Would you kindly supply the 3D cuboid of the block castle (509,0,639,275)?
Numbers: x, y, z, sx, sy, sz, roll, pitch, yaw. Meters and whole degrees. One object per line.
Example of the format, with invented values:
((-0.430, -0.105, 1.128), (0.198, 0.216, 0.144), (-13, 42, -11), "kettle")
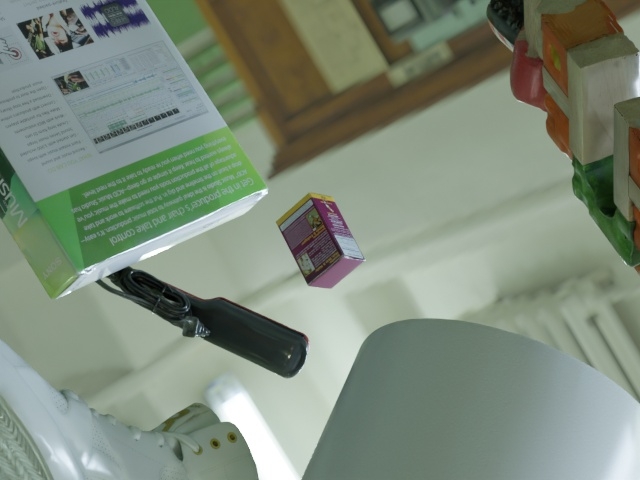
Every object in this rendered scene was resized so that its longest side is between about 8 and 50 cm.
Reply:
((0.367, -0.093, 1.372), (0.303, 0.212, 0.453), (-19, -135, -9), "block castle")

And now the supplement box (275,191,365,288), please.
((0.000, 0.000, 1.690), (0.055, 0.083, 0.043), (-39, 153, 26), "supplement box")

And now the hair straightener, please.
((-0.114, 0.055, 1.444), (0.047, 0.230, 0.089), (-60, -177, 2), "hair straightener")

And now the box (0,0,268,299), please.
((-0.219, -0.128, 1.432), (0.232, 0.322, 0.058), (-26, 168, -43), "box")

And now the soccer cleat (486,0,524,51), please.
((0.284, -0.168, 1.802), (0.109, 0.116, 0.318), (-18, -138, -28), "soccer cleat")

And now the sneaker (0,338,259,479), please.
((-0.148, 0.148, 1.133), (0.108, 0.292, 0.169), (-16, -156, 40), "sneaker")

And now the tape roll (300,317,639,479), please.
((0.110, 0.192, 1.193), (0.246, 0.246, 0.169), (-21, -143, 53), "tape roll")
